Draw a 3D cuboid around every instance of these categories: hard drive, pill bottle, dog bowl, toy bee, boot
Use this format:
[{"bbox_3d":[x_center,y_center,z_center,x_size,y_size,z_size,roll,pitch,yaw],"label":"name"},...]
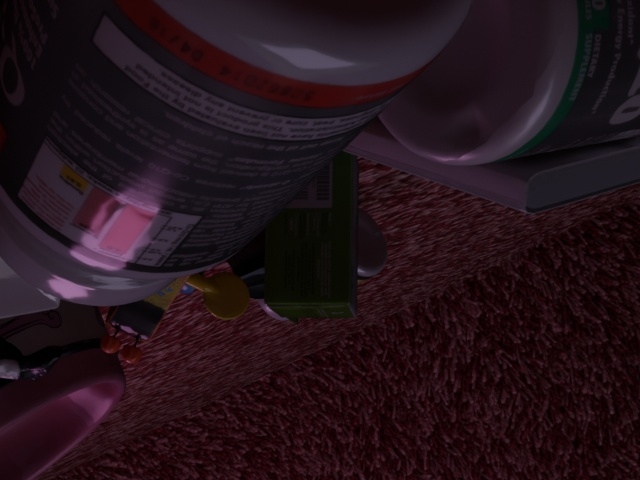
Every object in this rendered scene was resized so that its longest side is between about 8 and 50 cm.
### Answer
[{"bbox_3d":[0.152,-0.102,0.971,0.203,0.040,0.307,-15,-154,-36],"label":"hard drive"},{"bbox_3d":[-0.006,0.040,1.519,0.119,0.119,0.208,-10,162,-48],"label":"pill bottle"},{"bbox_3d":[-0.418,0.214,1.191,0.408,0.150,0.408,-36,168,-9],"label":"dog bowl"},{"bbox_3d":[-0.176,0.052,1.079,0.195,0.162,0.298,13,139,0],"label":"toy bee"},{"bbox_3d":[-0.102,-0.031,1.184,0.082,0.106,0.219,-19,139,-8],"label":"boot"},{"bbox_3d":[-0.087,-0.100,0.582,0.210,0.210,0.363,-15,164,-35],"label":"pill bottle"},{"bbox_3d":[0.220,-0.182,0.829,0.361,0.204,0.204,-14,164,-41],"label":"pill bottle"}]

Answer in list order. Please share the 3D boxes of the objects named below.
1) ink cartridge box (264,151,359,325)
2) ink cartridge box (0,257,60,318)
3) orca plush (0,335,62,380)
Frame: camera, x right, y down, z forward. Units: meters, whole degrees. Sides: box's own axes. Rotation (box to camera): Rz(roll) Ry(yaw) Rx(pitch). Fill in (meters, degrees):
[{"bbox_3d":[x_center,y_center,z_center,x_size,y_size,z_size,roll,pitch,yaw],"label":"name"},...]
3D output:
[{"bbox_3d":[0.000,0.000,1.164,0.097,0.188,0.255,0,170,7],"label":"ink cartridge box"},{"bbox_3d":[-0.300,-0.008,0.753,0.115,0.198,0.067,-10,119,-48],"label":"ink cartridge box"},{"bbox_3d":[-0.386,0.066,0.935,0.287,0.102,0.151,18,174,-27],"label":"orca plush"}]
